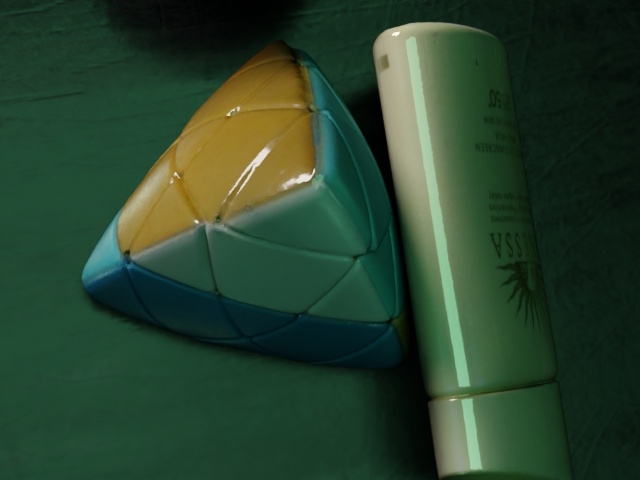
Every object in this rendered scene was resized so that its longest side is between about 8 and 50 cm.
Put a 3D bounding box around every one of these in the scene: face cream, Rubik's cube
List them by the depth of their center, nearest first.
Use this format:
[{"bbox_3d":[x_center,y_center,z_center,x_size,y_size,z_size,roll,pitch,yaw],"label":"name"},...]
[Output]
[{"bbox_3d":[0.000,0.000,1.042,0.254,0.254,0.254,1,83,-8],"label":"Rubik's cube"},{"bbox_3d":[0.112,0.024,1.086,0.081,0.173,0.349,-11,83,26],"label":"face cream"}]
